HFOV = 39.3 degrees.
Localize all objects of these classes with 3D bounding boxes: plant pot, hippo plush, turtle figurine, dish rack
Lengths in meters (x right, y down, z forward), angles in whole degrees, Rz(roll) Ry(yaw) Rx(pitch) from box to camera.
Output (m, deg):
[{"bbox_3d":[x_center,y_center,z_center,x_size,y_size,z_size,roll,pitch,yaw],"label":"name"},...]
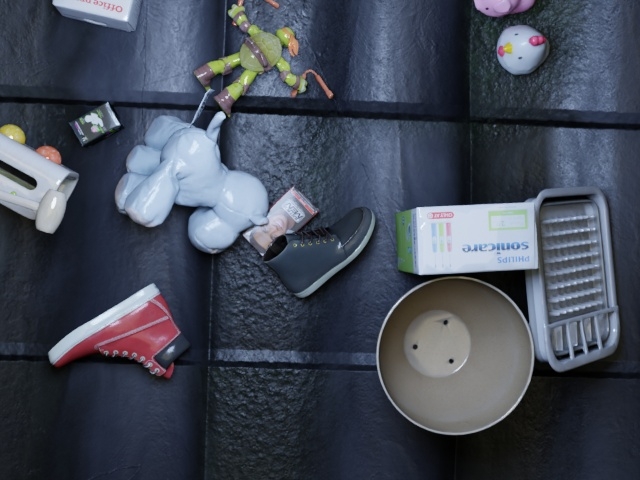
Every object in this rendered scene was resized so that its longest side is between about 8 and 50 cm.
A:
[{"bbox_3d":[0.237,0.204,1.685,0.284,0.191,0.284,0,90,-2],"label":"plant pot"},{"bbox_3d":[-0.216,-0.113,1.683,0.236,0.234,0.294,36,105,-32],"label":"hippo plush"},{"bbox_3d":[-0.118,-0.336,1.715,0.217,0.087,0.269,-38,92,-2],"label":"turtle figurine"},{"bbox_3d":[0.464,0.067,1.698,0.285,0.072,0.333,-6,92,-45],"label":"dish rack"}]

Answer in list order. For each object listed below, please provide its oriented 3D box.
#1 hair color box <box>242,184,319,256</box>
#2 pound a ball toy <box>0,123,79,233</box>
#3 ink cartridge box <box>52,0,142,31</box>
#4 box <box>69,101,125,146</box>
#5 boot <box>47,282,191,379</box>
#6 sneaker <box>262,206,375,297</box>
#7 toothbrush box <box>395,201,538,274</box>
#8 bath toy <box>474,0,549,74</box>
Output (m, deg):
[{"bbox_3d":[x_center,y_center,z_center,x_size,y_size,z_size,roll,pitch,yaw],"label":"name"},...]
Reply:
[{"bbox_3d":[-0.077,-0.035,1.741,0.141,0.043,0.072,-44,93,-1],"label":"hair color box"},{"bbox_3d":[-0.576,-0.142,1.633,0.319,0.208,0.136,29,89,-2],"label":"pound a ball toy"},{"bbox_3d":[-0.407,-0.517,1.700,0.148,0.086,0.203,12,89,-3],"label":"ink cartridge box"},{"bbox_3d":[-0.426,-0.220,1.712,0.083,0.062,0.052,-29,93,-3],"label":"box"},{"bbox_3d":[-0.379,0.217,1.709,0.244,0.088,0.176,-30,93,-6],"label":"boot"},{"bbox_3d":[0.000,0.000,1.704,0.222,0.083,0.118,-46,124,-1],"label":"sneaker"},{"bbox_3d":[0.257,-0.002,1.639,0.206,0.283,0.122,-3,91,-2],"label":"toothbrush box"},{"bbox_3d":[0.353,-0.491,1.719,0.151,0.129,0.348,-16,92,-3],"label":"bath toy"}]
